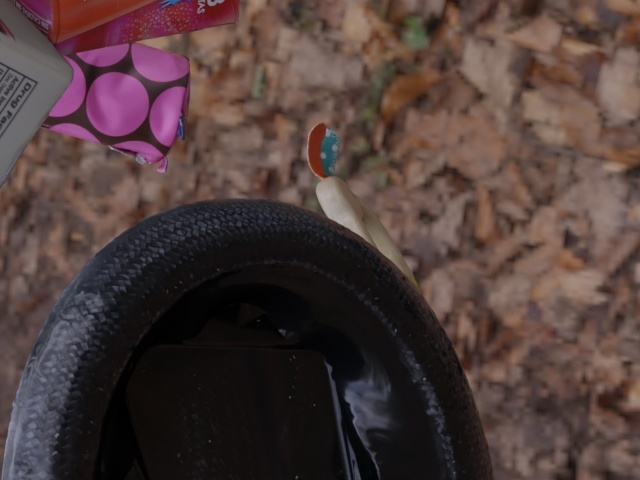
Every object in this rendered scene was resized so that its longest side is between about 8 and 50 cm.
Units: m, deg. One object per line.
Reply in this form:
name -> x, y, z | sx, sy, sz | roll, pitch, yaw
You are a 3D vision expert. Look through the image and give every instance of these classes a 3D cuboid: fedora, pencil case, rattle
fedora -> -0.058, 0.150, 0.931 | 0.152, 0.334, 0.334 | -13, 73, 52
pencil case -> -0.209, -0.127, 1.426 | 0.095, 0.209, 0.098 | -130, 56, -77
rattle -> 0.000, 0.000, 1.763 | 0.142, 0.200, 0.130 | -31, 14, 28

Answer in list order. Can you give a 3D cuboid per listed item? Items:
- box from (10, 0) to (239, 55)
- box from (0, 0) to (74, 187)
box -> -0.162, -0.218, 1.083 | 0.257, 0.128, 0.123 | 38, 134, 47
box -> -0.275, -0.101, 0.919 | 0.149, 0.232, 0.127 | -53, 45, 9
